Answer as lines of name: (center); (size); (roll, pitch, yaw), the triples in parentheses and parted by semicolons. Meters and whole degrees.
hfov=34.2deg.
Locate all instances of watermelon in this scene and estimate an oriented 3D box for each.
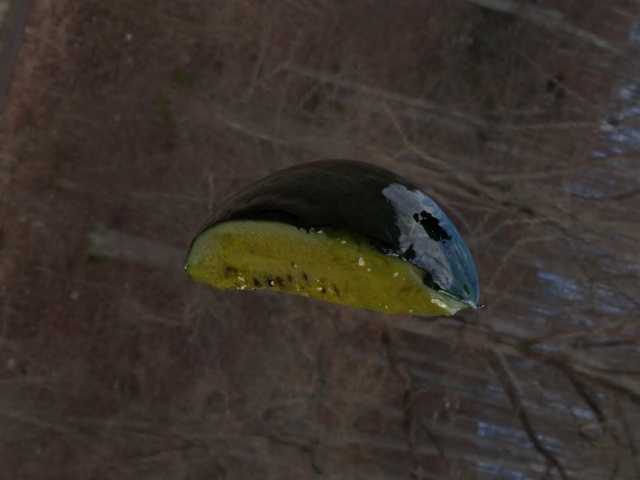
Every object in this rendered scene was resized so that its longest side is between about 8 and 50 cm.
watermelon: (0.000, 0.000, 0.925); (0.123, 0.301, 0.129); (-45, 133, -46)
